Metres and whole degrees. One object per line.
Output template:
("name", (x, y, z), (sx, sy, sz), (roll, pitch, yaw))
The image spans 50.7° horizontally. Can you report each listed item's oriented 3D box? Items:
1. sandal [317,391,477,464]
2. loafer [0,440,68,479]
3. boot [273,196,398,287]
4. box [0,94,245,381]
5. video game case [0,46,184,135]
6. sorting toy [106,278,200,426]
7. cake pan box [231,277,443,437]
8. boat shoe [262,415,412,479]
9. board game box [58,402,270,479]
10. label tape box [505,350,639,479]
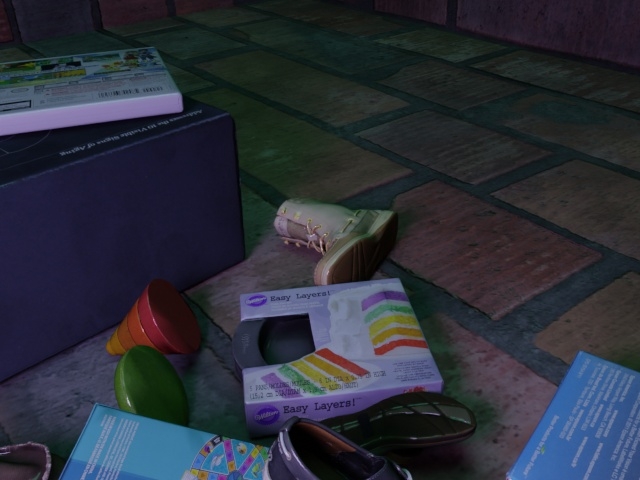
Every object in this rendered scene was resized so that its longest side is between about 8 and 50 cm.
("sandal", (0.079, 0.243, 0.814), (0.219, 0.060, 0.090), (-18, 25, 1))
("loafer", (-0.449, 0.280, 0.697), (0.366, 0.130, 0.134), (-10, 32, -14))
("boot", (0.000, 0.000, 1.180), (0.203, 0.095, 0.262), (14, 32, 24))
("box", (-0.462, -0.079, 1.143), (0.480, 0.297, 0.472), (-27, 38, -37))
("video game case", (-0.416, -0.253, 1.123), (0.329, 0.036, 0.300), (-12, 32, -16))
("sorting toy", (-0.255, 0.201, 0.883), (0.126, 0.127, 0.365), (-27, 30, 15))
("cake pan box", (0.012, 0.155, 0.950), (0.267, 0.070, 0.245), (-5, 29, -4))
("boat shoe", (0.056, 0.244, 0.622), (0.233, 0.079, 0.084), (28, 30, 13))
("board game box", (-0.086, 0.302, 0.606), (0.336, 0.079, 0.253), (16, 31, -5))
("label tape box", (0.386, 0.272, 0.692), (0.334, 0.106, 0.241), (20, 38, 30))
